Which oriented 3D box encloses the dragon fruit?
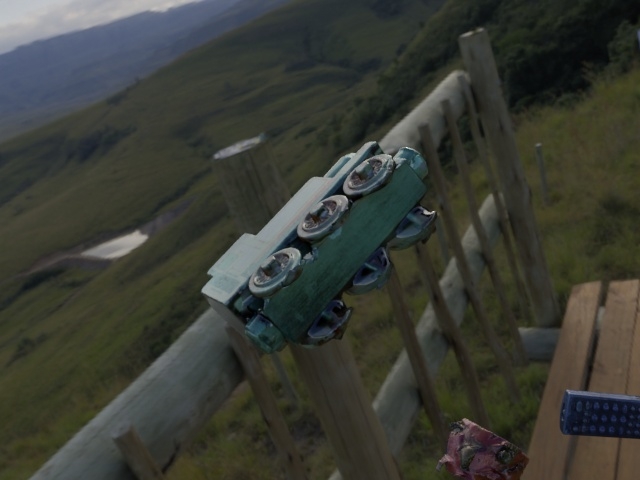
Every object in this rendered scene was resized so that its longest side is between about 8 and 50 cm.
[{"bbox_3d":[0.280,0.370,1.053,0.147,0.102,0.096,21,-2,0],"label":"dragon fruit"}]

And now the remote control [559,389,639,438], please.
[{"bbox_3d":[0.307,0.168,0.602,0.153,0.043,0.027,4,20,1],"label":"remote control"}]

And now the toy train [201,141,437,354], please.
[{"bbox_3d":[0.000,0.000,0.494,0.194,0.080,0.125,-48,30,-18],"label":"toy train"}]
